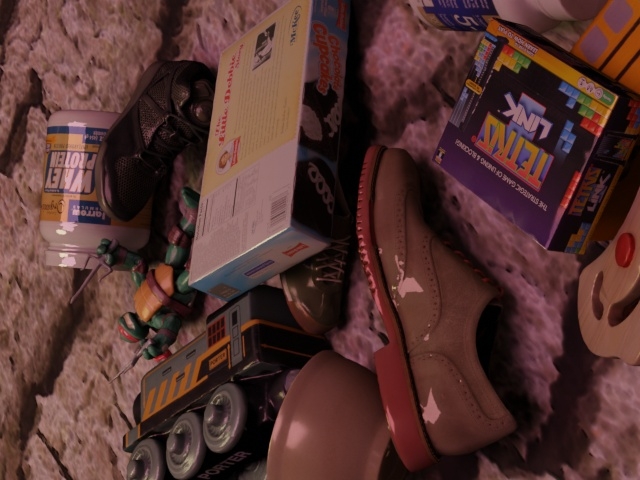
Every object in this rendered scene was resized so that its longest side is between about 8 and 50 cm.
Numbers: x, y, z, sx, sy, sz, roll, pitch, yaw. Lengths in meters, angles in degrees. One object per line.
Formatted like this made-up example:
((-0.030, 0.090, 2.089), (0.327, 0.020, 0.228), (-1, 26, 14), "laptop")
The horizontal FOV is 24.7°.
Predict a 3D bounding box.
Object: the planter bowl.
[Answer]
((0.032, 0.203, 1.474), (0.109, 0.162, 0.162), (17, 100, 24), "planter bowl")

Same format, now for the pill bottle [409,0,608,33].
((0.178, -0.249, 1.366), (0.186, 0.112, 0.112), (13, 96, 51), "pill bottle")

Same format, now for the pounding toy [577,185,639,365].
((0.312, 0.039, 1.191), (0.154, 0.155, 0.269), (-109, 30, -66), "pounding toy")

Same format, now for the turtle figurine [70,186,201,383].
((-0.202, 0.057, 1.793), (0.234, 0.118, 0.175), (-50, 64, 15), "turtle figurine")

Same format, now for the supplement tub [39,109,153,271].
((-0.287, -0.063, 1.886), (0.144, 0.144, 0.200), (2, 87, 51), "supplement tub")

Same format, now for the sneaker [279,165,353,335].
((0.000, 0.000, 1.589), (0.086, 0.064, 0.192), (-35, 57, 49), "sneaker")

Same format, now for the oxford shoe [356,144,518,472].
((0.116, 0.052, 1.436), (0.130, 0.123, 0.348), (-15, 63, 13), "oxford shoe")

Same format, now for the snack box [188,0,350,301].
((-0.054, -0.111, 1.604), (0.187, 0.060, 0.322), (-29, 46, 45), "snack box")

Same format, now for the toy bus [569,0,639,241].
((0.287, -0.139, 1.224), (0.333, 0.108, 0.130), (-55, 46, 32), "toy bus")

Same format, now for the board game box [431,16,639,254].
((0.181, -0.090, 1.225), (0.170, 0.048, 0.141), (43, 117, 46), "board game box")

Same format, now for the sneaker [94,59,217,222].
((-0.191, -0.128, 1.783), (0.130, 0.087, 0.227), (-2, 55, 47), "sneaker")

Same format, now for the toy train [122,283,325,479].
((-0.113, 0.189, 1.664), (0.334, 0.142, 0.190), (-37, 46, 44), "toy train")
